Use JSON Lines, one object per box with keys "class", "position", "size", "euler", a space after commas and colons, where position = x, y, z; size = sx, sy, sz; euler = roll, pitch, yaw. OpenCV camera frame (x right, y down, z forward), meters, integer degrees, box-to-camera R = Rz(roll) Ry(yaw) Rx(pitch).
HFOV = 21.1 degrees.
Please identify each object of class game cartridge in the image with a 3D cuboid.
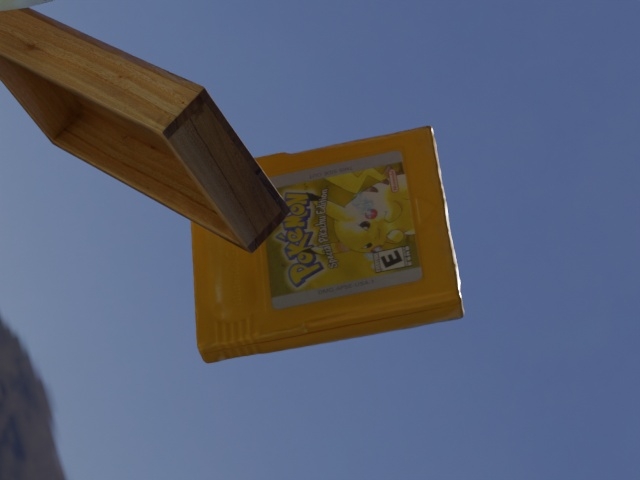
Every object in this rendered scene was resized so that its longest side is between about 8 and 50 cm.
{"class": "game cartridge", "position": [0.000, 0.000, 2.125], "size": [0.052, 0.324, 0.285], "euler": [75, 7, -52]}

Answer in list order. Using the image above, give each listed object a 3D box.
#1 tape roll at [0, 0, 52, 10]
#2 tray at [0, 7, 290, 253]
{"class": "tape roll", "position": [-0.310, -0.333, 1.568], "size": [0.100, 0.286, 0.286], "euler": [95, -27, -45]}
{"class": "tray", "position": [-0.222, -0.138, 1.924], "size": [0.411, 0.076, 0.203], "euler": [26, -21, 44]}
